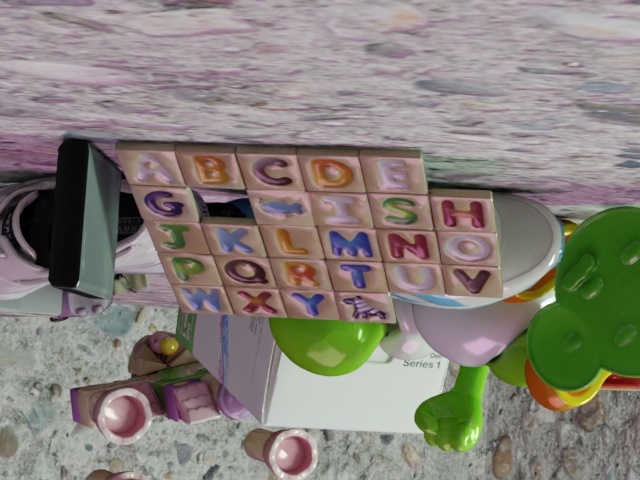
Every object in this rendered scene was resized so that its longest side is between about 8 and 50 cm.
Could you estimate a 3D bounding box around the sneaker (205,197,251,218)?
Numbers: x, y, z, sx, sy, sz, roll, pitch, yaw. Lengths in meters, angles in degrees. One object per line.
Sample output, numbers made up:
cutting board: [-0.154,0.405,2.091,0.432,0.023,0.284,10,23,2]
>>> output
sneaker: [-0.040,0.011,1.267,0.084,0.058,0.152,-7,-149,-39]

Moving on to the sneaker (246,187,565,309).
sneaker: [0.061,0.000,1.185,0.228,0.087,0.092,1,170,-2]

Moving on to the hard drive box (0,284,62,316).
hard drive box: [-0.432,0.041,1.956,0.181,0.089,0.232,7,175,-38]

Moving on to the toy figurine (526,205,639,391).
toy figurine: [0.267,0.045,1.332,0.159,0.130,0.173,-8,148,-50]

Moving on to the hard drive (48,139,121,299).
hard drive: [-0.157,-0.011,1.126,0.022,0.094,0.135,4,175,3]

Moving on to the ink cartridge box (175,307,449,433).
ink cartridge box: [-0.013,0.103,1.802,0.201,0.117,0.278,6,-167,-25]

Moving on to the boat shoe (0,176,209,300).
boat shoe: [-0.212,-0.012,1.279,0.258,0.095,0.084,-11,165,27]

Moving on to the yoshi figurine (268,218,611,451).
yoshi figurine: [0.082,0.069,1.491,0.203,0.204,0.362,25,167,-30]

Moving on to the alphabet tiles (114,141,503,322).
alphabet tiles: [0.000,0.000,1.114,0.237,0.009,0.198,3,146,12]

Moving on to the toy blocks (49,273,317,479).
toy blocks: [-0.147,0.166,1.993,0.288,0.309,0.260,-12,-174,-24]

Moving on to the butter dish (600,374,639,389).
butter dish: [0.260,0.060,1.644,0.160,0.118,0.160,6,-144,-50]
